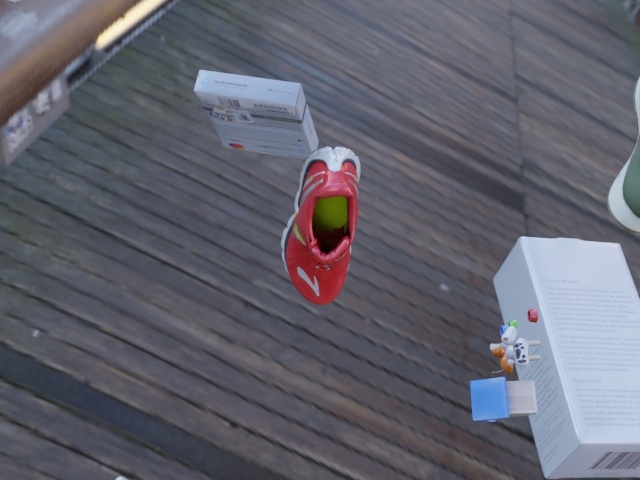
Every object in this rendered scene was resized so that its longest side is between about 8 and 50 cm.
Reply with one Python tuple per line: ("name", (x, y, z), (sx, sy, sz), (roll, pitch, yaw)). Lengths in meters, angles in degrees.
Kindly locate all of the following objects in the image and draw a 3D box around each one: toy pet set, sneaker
("toy pet set", (0.190, 0.138, 1.045), (0.065, 0.122, 0.114), (0, 75, -5))
("sneaker", (0.293, -0.098, 0.778), (0.064, 0.086, 0.192), (27, 64, -4))
("sneaker", (0.000, 0.000, 1.382), (0.107, 0.279, 0.118), (1, 41, -5))

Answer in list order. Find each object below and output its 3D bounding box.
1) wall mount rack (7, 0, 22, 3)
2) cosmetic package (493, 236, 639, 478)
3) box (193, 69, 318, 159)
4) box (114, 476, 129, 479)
("wall mount rack", (-0.167, -0.357, 0.882), (0.350, 0.304, 0.130), (-3, -1, 1))
("cosmetic package", (0.509, 0.221, 1.871), (0.230, 0.161, 0.453), (4, 52, -14))
("box", (-0.086, -0.174, 1.370), (0.145, 0.186, 0.038), (9, 72, 11))
("box", (-0.182, 0.422, 1.163), (0.275, 0.113, 0.094), (41, -10, 25))
